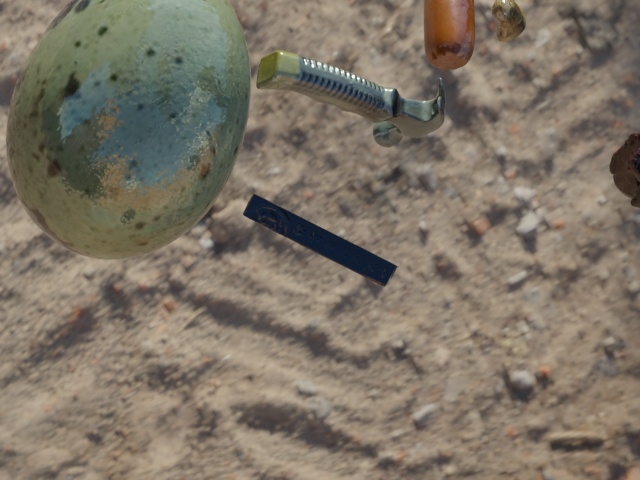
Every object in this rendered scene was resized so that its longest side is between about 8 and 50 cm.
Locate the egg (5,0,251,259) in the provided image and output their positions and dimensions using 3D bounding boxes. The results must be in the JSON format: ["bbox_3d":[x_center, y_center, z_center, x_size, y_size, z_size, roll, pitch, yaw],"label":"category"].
[{"bbox_3d":[-0.235,-0.159,1.711,0.288,0.287,0.379,10,102,-26],"label":"egg"}]

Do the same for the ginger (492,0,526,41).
[{"bbox_3d":[0.276,-0.329,2.034,0.044,0.137,0.057,44,91,17],"label":"ginger"}]

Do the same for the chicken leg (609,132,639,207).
[{"bbox_3d":[0.410,0.014,1.046,0.407,0.158,0.096,27,99,3],"label":"chicken leg"}]

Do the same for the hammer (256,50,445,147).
[{"bbox_3d":[0.039,-0.170,1.620,0.226,0.159,0.041,17,70,-26],"label":"hammer"}]

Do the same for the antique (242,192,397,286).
[{"bbox_3d":[0.000,0.000,1.627,0.192,0.015,0.031,26,92,-7],"label":"antique"}]

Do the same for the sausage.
[{"bbox_3d":[0.187,-0.337,2.017,0.076,0.076,0.197,17,57,-23],"label":"sausage"}]
